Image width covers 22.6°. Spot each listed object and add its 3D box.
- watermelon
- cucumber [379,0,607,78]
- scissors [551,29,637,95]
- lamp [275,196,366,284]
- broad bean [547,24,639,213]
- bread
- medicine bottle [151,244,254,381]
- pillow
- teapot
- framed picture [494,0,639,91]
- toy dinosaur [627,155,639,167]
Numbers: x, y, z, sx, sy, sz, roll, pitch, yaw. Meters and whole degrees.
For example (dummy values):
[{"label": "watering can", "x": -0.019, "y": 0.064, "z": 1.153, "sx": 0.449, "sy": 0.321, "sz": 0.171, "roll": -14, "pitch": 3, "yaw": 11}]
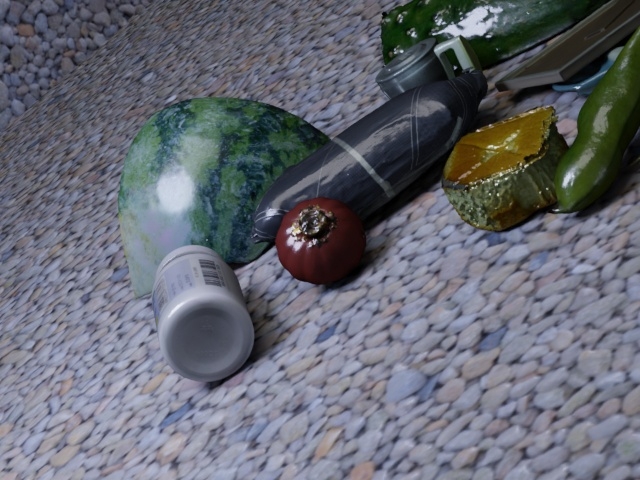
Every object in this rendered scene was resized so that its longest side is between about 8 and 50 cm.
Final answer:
[{"label": "watermelon", "x": -0.133, "y": -0.053, "z": 2.009, "sx": 0.256, "sy": 0.176, "sz": 0.260, "roll": 23, "pitch": 48, "yaw": 19}, {"label": "cucumber", "x": 0.218, "y": -0.296, "z": 2.064, "sx": 0.325, "sy": 0.105, "sz": 0.145, "roll": -15, "pitch": 27, "yaw": 35}, {"label": "scissors", "x": 0.355, "y": -0.187, "z": 1.695, "sx": 0.138, "sy": 0.041, "sz": 0.289, "roll": -32, "pitch": 19, "yaw": -15}, {"label": "lamp", "x": 0.000, "y": 0.000, "z": 1.750, "sx": 0.101, "sy": 0.090, "sz": 0.101, "roll": -5, "pitch": 58, "yaw": 7}, {"label": "broad bean", "x": 0.313, "y": -0.150, "z": 1.590, "sx": 0.318, "sy": 0.056, "sz": 0.098, "roll": -53, "pitch": 24, "yaw": -12}, {"label": "bread", "x": 0.192, "y": -0.070, "z": 1.644, "sx": 0.140, "sy": 0.069, "sz": 0.128, "roll": -23, "pitch": 24, "yaw": 23}, {"label": "medicine bottle", "x": -0.133, "y": 0.076, "z": 1.766, "sx": 0.103, "sy": 0.103, "sz": 0.187, "roll": -34, "pitch": 21, "yaw": 2}, {"label": "pillow", "x": 0.057, "y": -0.094, "z": 1.867, "sx": 0.335, "sy": 0.092, "sz": 0.161, "roll": -35, "pitch": 13, "yaw": -2}, {"label": "teapot", "x": 0.136, "y": -0.194, "z": 1.973, "sx": 0.092, "sy": 0.091, "sz": 0.124, "roll": -44, "pitch": 17, "yaw": -21}, {"label": "framed picture", "x": 0.331, "y": -0.249, "z": 1.846, "sx": 0.250, "sy": 0.016, "sz": 0.184, "roll": -36, "pitch": 11, "yaw": -14}, {"label": "toy dinosaur", "x": 0.345, "y": -0.108, "z": 1.563, "sx": 0.113, "sy": 0.026, "sz": 0.041, "roll": -49, "pitch": 24, "yaw": -17}]
